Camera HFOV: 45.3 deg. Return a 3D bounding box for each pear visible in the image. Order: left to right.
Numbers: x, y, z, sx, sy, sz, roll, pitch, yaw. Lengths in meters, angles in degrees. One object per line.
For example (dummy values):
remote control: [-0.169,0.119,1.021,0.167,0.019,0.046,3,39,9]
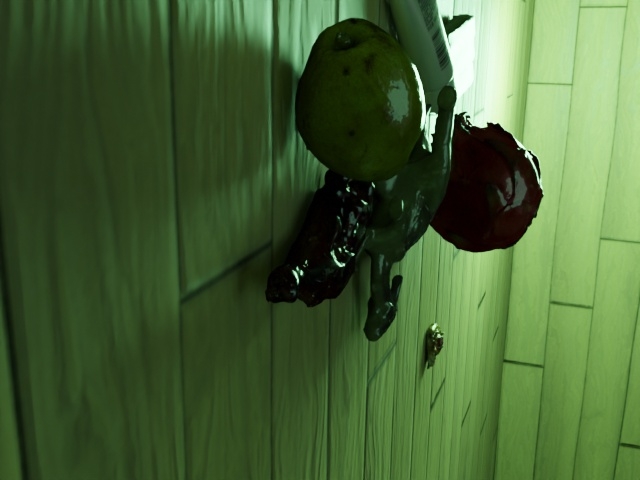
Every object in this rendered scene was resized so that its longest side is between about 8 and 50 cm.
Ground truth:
pear: [0.031,-0.107,0.605,0.131,0.107,0.107,62,37,-41]

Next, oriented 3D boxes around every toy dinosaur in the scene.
toy dinosaur: [0.087,-0.039,0.839,0.294,0.077,0.162,-64,161,-12]

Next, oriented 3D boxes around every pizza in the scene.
pizza: [0.195,0.178,1.290,0.083,0.025,0.078,24,71,-71]

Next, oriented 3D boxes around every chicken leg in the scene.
chicken leg: [0.001,0.004,0.631,0.219,0.048,0.089,-58,146,-51]

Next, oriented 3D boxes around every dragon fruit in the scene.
dragon fruit: [0.217,-0.072,1.063,0.209,0.172,0.172,45,47,-29]

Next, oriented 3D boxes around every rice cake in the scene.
rice cake: [0.189,-0.259,1.113,0.211,0.038,0.124,-54,146,-55]

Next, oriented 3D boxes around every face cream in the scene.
face cream: [0.112,-0.246,0.874,0.092,0.058,0.243,-65,149,-29]
